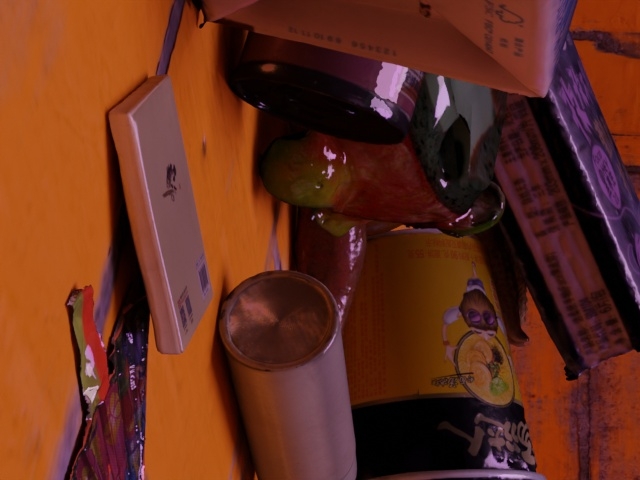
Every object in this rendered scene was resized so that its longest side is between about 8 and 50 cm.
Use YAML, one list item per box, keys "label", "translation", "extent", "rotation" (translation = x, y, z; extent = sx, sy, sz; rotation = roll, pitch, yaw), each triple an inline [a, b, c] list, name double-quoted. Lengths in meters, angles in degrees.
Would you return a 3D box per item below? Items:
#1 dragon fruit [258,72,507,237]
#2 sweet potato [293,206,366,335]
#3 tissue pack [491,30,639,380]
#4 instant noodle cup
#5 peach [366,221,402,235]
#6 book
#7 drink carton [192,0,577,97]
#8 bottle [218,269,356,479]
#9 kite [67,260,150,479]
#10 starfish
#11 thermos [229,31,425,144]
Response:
- label: "dragon fruit"
  translation: [0.054, -0.126, 1.102]
  extent: [0.268, 0.130, 0.295]
  rotation: [68, 32, -41]
- label: "sweet potato"
  translation: [0.004, 0.002, 1.200]
  extent: [0.078, 0.058, 0.255]
  rotation: [-8, 103, -66]
- label: "tissue pack"
  translation: [0.220, -0.074, 1.465]
  extent: [0.361, 0.122, 0.259]
  rotation: [65, 18, -5]
- label: "instant noodle cup"
  translation: [0.087, 0.122, 1.393]
  extent: [0.215, 0.216, 0.236]
  rotation: [71, 14, -71]
- label: "peach"
  translation: [0.049, -0.064, 1.352]
  extent: [0.151, 0.118, 0.151]
  rotation: [-37, -142, 36]
- label: "book"
  translation: [-0.071, -0.013, 0.698]
  extent: [0.077, 0.014, 0.111]
  rotation: [-70, 151, -71]
- label: "drink carton"
  translation: [0.066, -0.249, 0.802]
  extent: [0.132, 0.194, 0.324]
  rotation: [77, 30, -70]
- label: "bottle"
  translation: [-0.017, 0.102, 0.988]
  extent: [0.201, 0.072, 0.072]
  rotation: [82, 12, -55]
- label: "kite"
  translation: [-0.088, 0.099, 0.652]
  extent: [0.241, 0.014, 0.183]
  rotation: [-76, 165, -54]
- label: "starfish"
  translation: [0.129, -0.096, 1.575]
  extent: [0.432, 0.082, 0.324]
  rotation: [63, 6, -4]
- label: "thermos"
  translation: [0.036, -0.232, 0.944]
  extent: [0.109, 0.136, 0.330]
  rotation: [24, 79, -44]
